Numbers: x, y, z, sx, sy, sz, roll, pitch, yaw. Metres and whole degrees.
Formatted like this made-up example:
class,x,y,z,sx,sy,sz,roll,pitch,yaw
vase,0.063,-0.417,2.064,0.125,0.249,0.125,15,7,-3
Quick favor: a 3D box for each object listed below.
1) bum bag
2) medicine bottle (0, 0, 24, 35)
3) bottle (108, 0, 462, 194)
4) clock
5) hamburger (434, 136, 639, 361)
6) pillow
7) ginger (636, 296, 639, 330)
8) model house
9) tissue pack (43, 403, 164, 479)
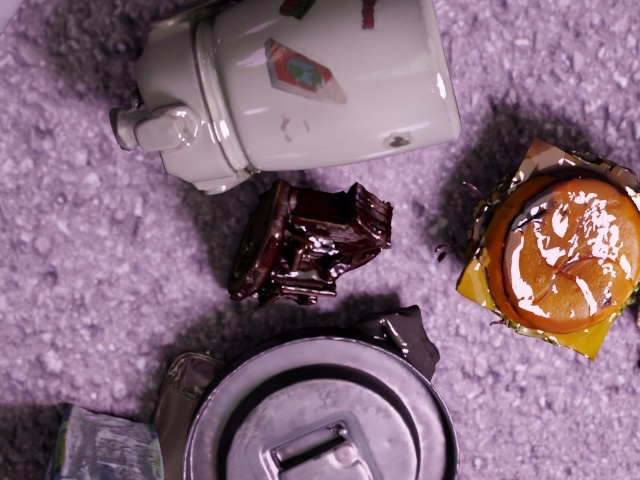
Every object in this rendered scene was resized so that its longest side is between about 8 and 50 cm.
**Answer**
class,x,y,z,sx,sy,sz,roll,pitch,yaw
bum bag,0.037,0.218,1.689,0.142,0.080,0.326,29,98,-15
medicine bottle,-0.396,-0.269,1.317,0.245,0.245,0.306,30,102,-23
bottle,-0.041,-0.165,1.474,0.351,0.229,0.229,-15,110,8
clock,-0.001,0.254,1.618,0.318,0.066,0.319,-1,102,-6
hamburger,0.272,0.003,1.663,0.261,0.138,0.243,29,95,-20
pillow,-0.151,0.243,1.652,0.130,0.038,0.233,23,99,-14
ginger,0.464,0.114,1.791,0.133,0.059,0.214,-23,123,-5
model house,-0.001,0.008,1.555,0.164,0.203,0.141,15,79,-11
tissue pack,-0.263,0.367,1.542,0.128,0.228,0.311,14,101,-10
